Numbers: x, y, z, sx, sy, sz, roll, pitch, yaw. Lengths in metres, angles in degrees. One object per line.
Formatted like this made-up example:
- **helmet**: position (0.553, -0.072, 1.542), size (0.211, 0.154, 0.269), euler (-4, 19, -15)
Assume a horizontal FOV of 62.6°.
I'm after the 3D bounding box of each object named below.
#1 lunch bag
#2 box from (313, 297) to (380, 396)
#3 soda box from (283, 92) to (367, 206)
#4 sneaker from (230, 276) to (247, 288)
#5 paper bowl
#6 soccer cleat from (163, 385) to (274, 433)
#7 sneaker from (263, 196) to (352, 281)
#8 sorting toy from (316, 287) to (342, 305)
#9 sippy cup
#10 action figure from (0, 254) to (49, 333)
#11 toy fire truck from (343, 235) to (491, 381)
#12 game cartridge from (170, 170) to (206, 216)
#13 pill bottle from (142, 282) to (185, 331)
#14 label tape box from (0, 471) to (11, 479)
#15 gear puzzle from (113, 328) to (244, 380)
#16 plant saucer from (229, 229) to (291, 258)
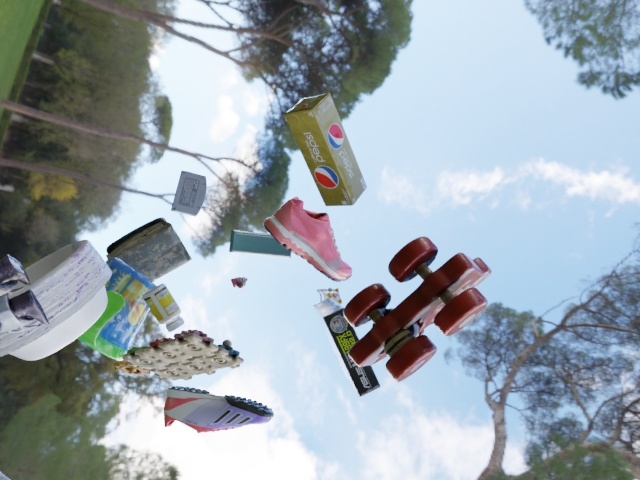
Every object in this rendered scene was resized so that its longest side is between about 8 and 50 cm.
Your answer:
- **lunch bag**: position (-0.600, 0.040, 1.811), size (0.235, 0.168, 0.287), euler (-33, -161, -17)
- **box**: position (0.061, 0.270, 1.389), size (0.216, 0.060, 0.270), euler (65, -6, -3)
- **soda box**: position (0.011, -0.145, 0.865), size (0.061, 0.181, 0.058), euler (1, -141, 38)
- **sneaker**: position (-0.308, 0.158, 2.052), size (0.119, 0.057, 0.047), euler (-1, -74, 63)
- **paper bowl**: position (-0.564, 0.133, 1.087), size (0.284, 0.148, 0.284), euler (-27, -159, 11)
- **soccer cleat**: position (-0.285, 0.484, 1.458), size (0.108, 0.318, 0.116), euler (56, 42, -71)
- **sneaker**: position (0.000, 0.000, 1.399), size (0.136, 0.314, 0.116), euler (-51, -145, 2)
- **sorting toy**: position (0.022, 0.177, 1.632), size (0.045, 0.075, 0.083), euler (-44, -130, 37)
- **sippy cup**: position (-0.578, 0.176, 1.457), size (0.306, 0.240, 0.224), euler (22, -109, 40)
- **action figure**: position (-0.586, 0.137, 0.800), size (0.185, 0.285, 0.099), euler (55, -24, 22)
- **toy fire truck**: position (0.201, 0.141, 1.040), size (0.302, 0.254, 0.169), euler (-46, -116, 13)
- **game cartridge**: position (-0.245, -0.087, 0.990), size (0.017, 0.056, 0.083), euler (131, -29, -68)
- **pill bottle**: position (-0.398, 0.174, 1.345), size (0.065, 0.065, 0.116), euler (-15, -74, 55)
- **label tape box**: position (-0.792, 0.581, 1.122), size (0.241, 0.333, 0.106), euler (-18, -143, 3)
- **gear puzzle**: position (-0.340, 0.266, 1.202), size (0.339, 0.175, 0.044), euler (-21, -132, 31)
- **plant saucer**: position (-0.171, 0.012, 1.547), size (0.018, 0.192, 0.067), euler (-178, -86, -65)
